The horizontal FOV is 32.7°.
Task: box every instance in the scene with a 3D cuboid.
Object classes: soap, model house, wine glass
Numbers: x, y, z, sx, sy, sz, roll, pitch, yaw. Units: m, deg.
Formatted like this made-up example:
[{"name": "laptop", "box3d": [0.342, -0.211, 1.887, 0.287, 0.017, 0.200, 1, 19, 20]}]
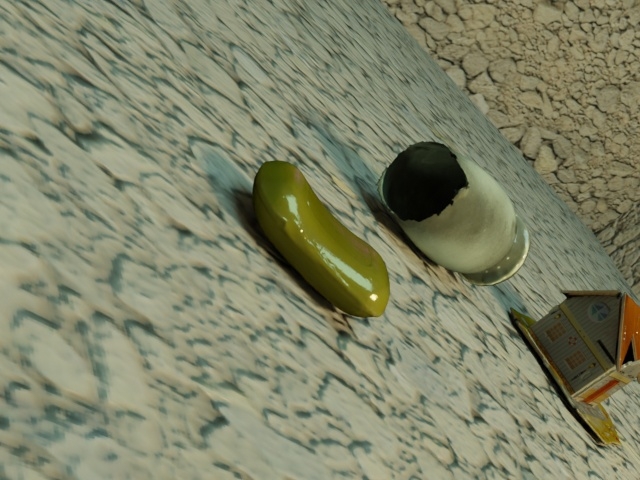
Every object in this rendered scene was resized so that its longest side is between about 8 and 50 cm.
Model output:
[{"name": "soap", "box3d": [-0.001, 0.001, 0.799, 0.140, 0.045, 0.089, 46, 14, -19]}, {"name": "model house", "box3d": [0.368, 0.140, 1.393, 0.207, 0.136, 0.219, 58, 16, 27]}, {"name": "wine glass", "box3d": [0.148, -0.026, 1.169, 0.204, 0.111, 0.111, 37, 21, -54]}]
